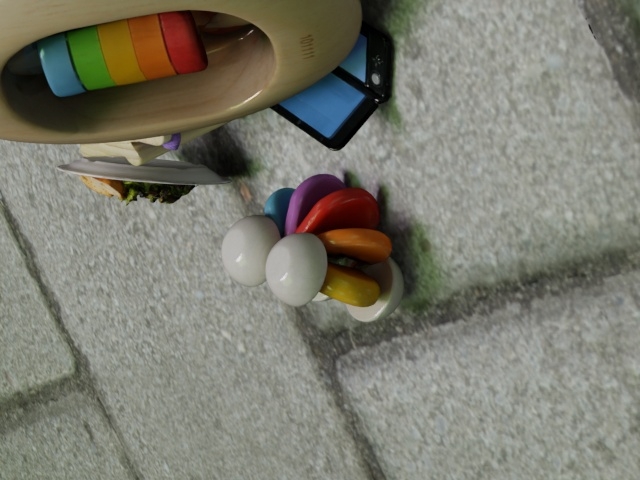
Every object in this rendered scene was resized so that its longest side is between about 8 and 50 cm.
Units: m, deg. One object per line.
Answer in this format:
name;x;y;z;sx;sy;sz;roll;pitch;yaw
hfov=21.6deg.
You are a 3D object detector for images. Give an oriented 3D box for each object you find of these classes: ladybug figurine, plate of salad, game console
ladybug figurine;-0.189;-0.217;1.575;0.305;0.449;0.162;81;-179;-64
plate of salad;-0.200;-0.066;1.903;0.200;0.200;0.048;11;99;52
game console;0.004;-0.167;1.645;0.122;0.071;0.107;36;140;35

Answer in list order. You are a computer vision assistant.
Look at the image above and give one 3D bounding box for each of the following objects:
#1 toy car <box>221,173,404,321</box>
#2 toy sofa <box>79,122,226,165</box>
toy car;0.000;0.000;1.734;0.182;0.159;0.136;21;95;48
toy sofa;-0.208;-0.274;1.798;0.177;0.150;0.362;1;114;50
